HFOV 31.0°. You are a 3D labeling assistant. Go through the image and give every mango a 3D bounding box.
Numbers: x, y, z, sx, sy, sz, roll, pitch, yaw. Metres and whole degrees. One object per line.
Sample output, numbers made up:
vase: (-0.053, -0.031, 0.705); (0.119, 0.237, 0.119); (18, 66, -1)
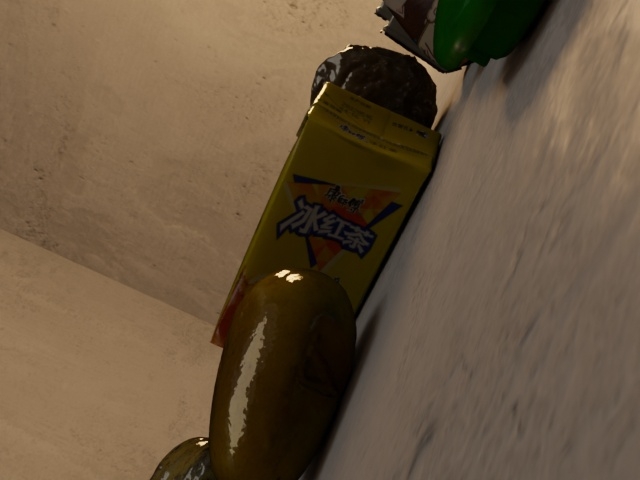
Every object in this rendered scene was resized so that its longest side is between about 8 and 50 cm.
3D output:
mango: (-0.040, 0.143, 1.151); (0.167, 0.130, 0.262); (126, 164, -56)

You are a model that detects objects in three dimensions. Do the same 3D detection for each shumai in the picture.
shumai: (0.063, -0.131, 1.465); (0.175, 0.166, 0.205); (-81, -13, -47)

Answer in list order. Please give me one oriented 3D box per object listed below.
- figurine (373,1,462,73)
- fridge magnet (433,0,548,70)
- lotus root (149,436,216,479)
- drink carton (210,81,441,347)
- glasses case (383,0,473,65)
figurine: (0.175, -0.367, 1.422); (0.308, 0.143, 0.308); (-6, 83, 60)
fridge magnet: (0.160, -0.241, 1.004); (0.208, 0.088, 0.208); (-156, 90, -87)
lotus root: (-0.118, 0.288, 1.274); (0.154, 0.154, 0.278); (118, 175, -66)
drink carton: (0.000, 0.000, 1.387); (0.111, 0.155, 0.351); (-68, 3, -56)
glasses case: (0.110, -0.330, 1.316); (0.122, 0.082, 0.321); (-56, 48, 36)
